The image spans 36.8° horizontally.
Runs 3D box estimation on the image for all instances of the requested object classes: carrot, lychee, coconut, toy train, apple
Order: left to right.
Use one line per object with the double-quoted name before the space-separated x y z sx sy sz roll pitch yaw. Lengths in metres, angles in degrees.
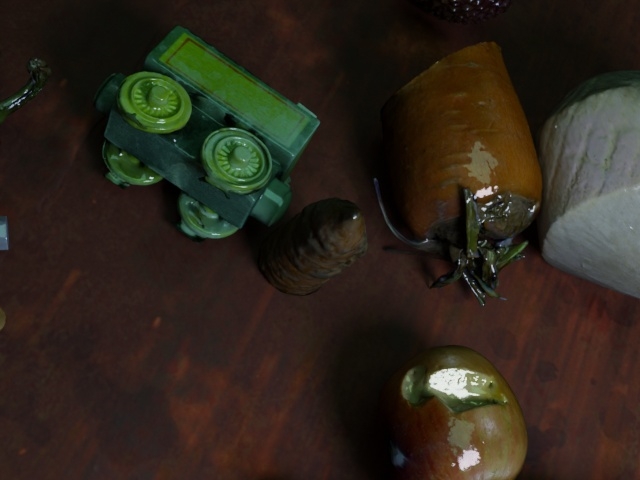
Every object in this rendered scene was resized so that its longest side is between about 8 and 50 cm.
"toy train" -0.142 -0.128 1.184 0.272 0.159 0.188 35 53 0
"carrot" 0.000 0.000 1.114 0.102 0.263 0.102 4 76 -15
"apple" 0.147 0.213 1.107 0.199 0.199 0.199 8 64 -16
"carrot" 0.181 -0.090 1.253 0.214 0.193 0.331 -5 67 -20
"lychee" 0.214 -0.406 1.428 0.188 0.188 0.188 8 64 -16
"coconut" 0.429 -0.055 1.278 0.329 0.329 0.328 8 64 -16

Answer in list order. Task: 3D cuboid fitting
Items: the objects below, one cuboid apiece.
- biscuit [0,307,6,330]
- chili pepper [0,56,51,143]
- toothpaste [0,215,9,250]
"biscuit" -0.415 0.109 1.050 0.133 0.027 0.184 5 64 -19
"chili pepper" -0.486 -0.111 1.089 0.388 0.110 0.110 -21 74 -21
"toothpaste" -0.454 -0.004 1.084 0.194 0.043 0.067 -4 70 -15
